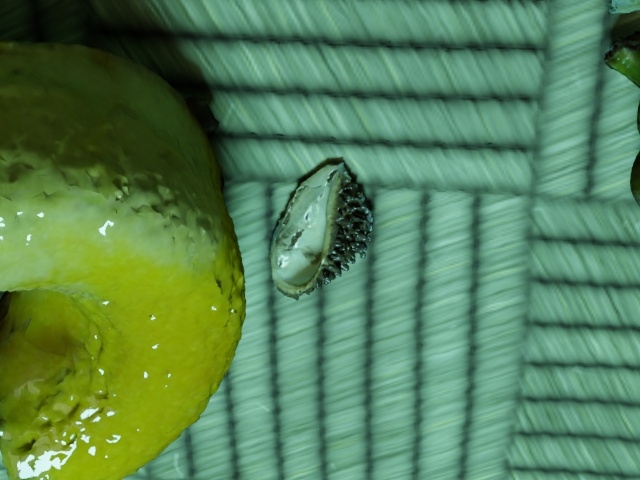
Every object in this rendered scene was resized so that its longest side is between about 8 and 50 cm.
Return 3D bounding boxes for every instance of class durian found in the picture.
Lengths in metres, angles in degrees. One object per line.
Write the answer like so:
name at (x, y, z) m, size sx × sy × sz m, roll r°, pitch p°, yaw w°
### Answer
durian at (0.004, -0.004, 1.091) m, size 0.066 × 0.052 × 0.130 m, roll 44°, pitch 124°, yaw 24°

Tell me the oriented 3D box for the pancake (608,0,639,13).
pancake at (0.193, -0.264, 0.876) m, size 0.254 × 0.037 × 0.253 m, roll 4°, pitch 126°, yaw 6°

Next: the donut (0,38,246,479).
donut at (-0.243, 0.044, 0.967) m, size 0.435 × 0.163 × 0.377 m, roll 8°, pitch 130°, yaw -36°

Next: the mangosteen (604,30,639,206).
mangosteen at (0.297, -0.072, 0.933) m, size 0.184 × 0.172 × 0.172 m, roll -7°, pitch 128°, yaw 45°
